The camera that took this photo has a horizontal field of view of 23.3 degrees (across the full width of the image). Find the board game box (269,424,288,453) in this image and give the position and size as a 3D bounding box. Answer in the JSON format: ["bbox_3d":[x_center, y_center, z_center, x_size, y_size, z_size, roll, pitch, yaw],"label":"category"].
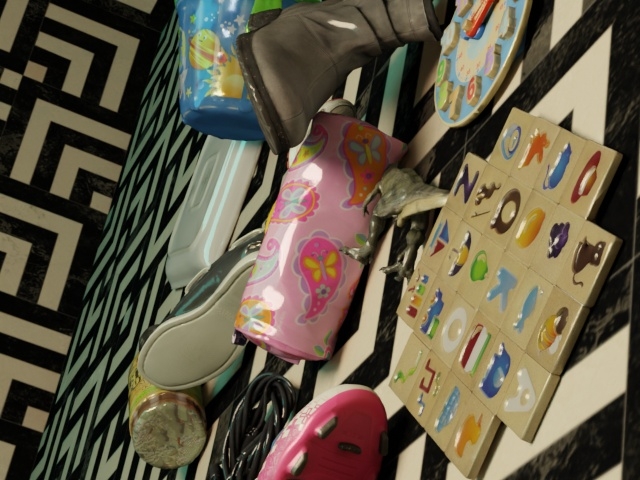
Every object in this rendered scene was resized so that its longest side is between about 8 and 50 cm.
[{"bbox_3d":[-0.029,0.277,1.635,0.133,0.033,0.168,176,109,-69],"label":"board game box"}]

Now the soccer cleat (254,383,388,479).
[{"bbox_3d":[-0.045,0.267,1.497,0.143,0.116,0.331,44,115,56],"label":"soccer cleat"}]

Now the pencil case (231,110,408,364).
[{"bbox_3d":[0.000,0.000,1.745,0.124,0.124,0.284,-174,103,-75],"label":"pencil case"}]

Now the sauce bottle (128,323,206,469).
[{"bbox_3d":[-0.231,0.218,2.297,0.344,0.111,0.111,-117,50,-70],"label":"sauce bottle"}]

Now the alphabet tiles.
[{"bbox_3d":[0.149,0.035,1.324,0.285,0.011,0.342,-66,18,8],"label":"alphabet tiles"}]

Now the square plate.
[{"bbox_3d":[-0.182,-0.091,2.681,0.347,0.049,0.344,-71,15,-10],"label":"square plate"}]

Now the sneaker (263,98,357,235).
[{"bbox_3d":[0.009,-0.075,1.928,0.093,0.088,0.225,-12,55,49],"label":"sneaker"}]

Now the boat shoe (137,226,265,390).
[{"bbox_3d":[-0.134,0.094,2.099,0.302,0.114,0.091,-37,25,29],"label":"boat shoe"}]

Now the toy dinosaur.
[{"bbox_3d":[0.085,-0.021,1.589,0.118,0.064,0.268,-62,18,0],"label":"toy dinosaur"}]

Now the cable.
[{"bbox_3d":[-0.086,0.238,1.839,0.184,0.047,0.150,-57,10,25],"label":"cable"}]

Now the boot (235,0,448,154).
[{"bbox_3d":[0.030,-0.217,1.725,0.338,0.223,0.118,-90,-16,-62],"label":"boot"}]

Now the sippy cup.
[{"bbox_3d":[-0.125,-0.282,2.441,0.305,0.240,0.224,40,-127,-65],"label":"sippy cup"}]

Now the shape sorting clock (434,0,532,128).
[{"bbox_3d":[0.165,-0.215,1.601,0.206,0.040,0.206,-159,90,-76],"label":"shape sorting clock"}]
